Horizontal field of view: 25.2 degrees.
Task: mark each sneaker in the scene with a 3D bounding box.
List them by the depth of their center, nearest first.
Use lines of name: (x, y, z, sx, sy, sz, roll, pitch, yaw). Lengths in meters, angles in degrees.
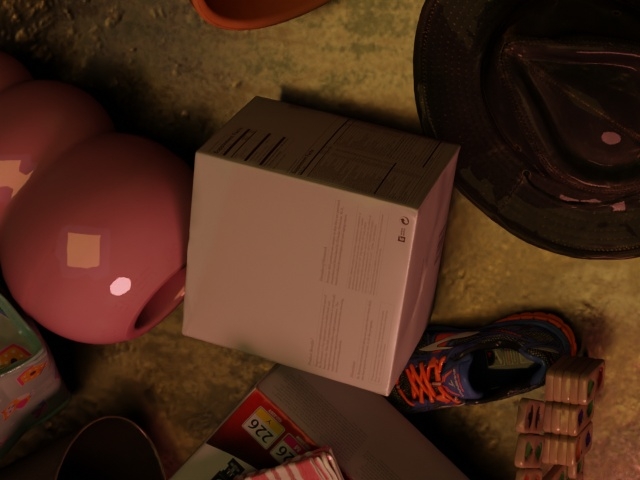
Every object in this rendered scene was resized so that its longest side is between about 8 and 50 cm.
sneaker: (0.128, 0.120, 1.351, 0.221, 0.087, 0.083, -18, 96, 19)

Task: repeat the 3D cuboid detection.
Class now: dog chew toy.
dog chew toy: (-0.260, -0.057, 1.366, 0.332, 0.206, 0.207, 43, 110, 11)

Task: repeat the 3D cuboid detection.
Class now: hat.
hat: (0.225, -0.125, 1.244, 0.331, 0.134, 0.331, 4, 104, 15)

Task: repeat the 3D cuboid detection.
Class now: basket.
basket: (-0.289, 0.299, 1.456, 0.226, 0.204, 0.154, -21, 135, 34)

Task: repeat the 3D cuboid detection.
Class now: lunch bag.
lunch bag: (-0.387, 0.083, 1.402, 0.160, 0.223, 0.262, -42, 78, -16)

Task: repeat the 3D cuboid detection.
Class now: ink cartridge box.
ink cartridge box: (0.005, 0.294, 1.375, 0.309, 0.130, 0.272, 43, 124, 4)

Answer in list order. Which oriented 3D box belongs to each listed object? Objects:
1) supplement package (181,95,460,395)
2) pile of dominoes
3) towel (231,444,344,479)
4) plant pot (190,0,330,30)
supplement package: (0.000, 0.000, 1.303, 0.203, 0.149, 0.194, 15, 120, 14)
pile of dominoes: (0.221, 0.234, 1.291, 0.040, 0.196, 0.251, 6, 104, 25)
towel: (-0.035, 0.270, 1.290, 0.197, 0.029, 0.144, -24, 100, 35)
plant pot: (-0.038, -0.347, 1.205, 0.291, 0.291, 0.203, -42, 73, 20)
